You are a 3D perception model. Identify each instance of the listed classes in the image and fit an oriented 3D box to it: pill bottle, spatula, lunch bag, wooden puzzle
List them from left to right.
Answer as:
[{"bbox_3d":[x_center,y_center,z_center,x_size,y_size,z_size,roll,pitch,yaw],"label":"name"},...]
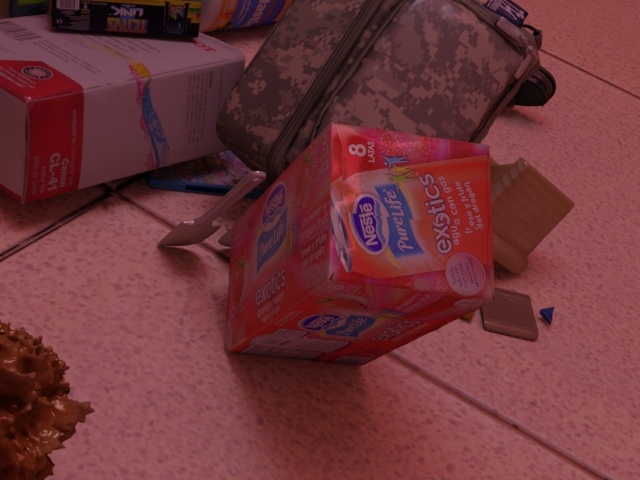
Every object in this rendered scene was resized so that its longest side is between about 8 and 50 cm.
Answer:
[{"bbox_3d":[-0.107,-0.401,1.767,0.272,0.152,0.152,-16,47,-42],"label":"pill bottle"},{"bbox_3d":[-0.053,-0.028,1.209,0.168,0.242,0.019,5,71,-26],"label":"spatula"},{"bbox_3d":[0.073,-0.161,1.320,0.256,0.305,0.212,33,-3,20],"label":"lunch bag"},{"bbox_3d":[0.216,0.084,1.355,0.116,0.014,0.078,17,37,-3],"label":"wooden puzzle"}]

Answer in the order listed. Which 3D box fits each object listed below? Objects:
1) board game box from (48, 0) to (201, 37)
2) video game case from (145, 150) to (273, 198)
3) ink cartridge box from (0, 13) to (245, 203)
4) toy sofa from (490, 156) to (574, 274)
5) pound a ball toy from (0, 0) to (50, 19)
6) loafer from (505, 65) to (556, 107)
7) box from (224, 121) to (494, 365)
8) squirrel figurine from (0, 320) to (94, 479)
[{"bbox_3d":[-0.236,-0.286,1.380,0.170,0.048,0.141,2,24,-15],"label":"board game box"},{"bbox_3d":[-0.137,-0.095,1.430,0.166,0.015,0.119,5,35,-21],"label":"video game case"},{"bbox_3d":[-0.271,-0.169,1.334,0.226,0.131,0.306,30,32,35],"label":"ink cartridge box"},{"bbox_3d":[0.128,-0.105,1.481,0.150,0.177,0.362,30,15,-52],"label":"toy sofa"},{"bbox_3d":[-0.290,-0.357,1.556,0.319,0.208,0.136,-18,21,-42],"label":"pound a ball toy"},{"bbox_3d":[0.226,-0.252,1.800,0.268,0.096,0.084,22,52,15],"label":"loafer"},{"bbox_3d":[0.024,0.016,1.073,0.154,0.300,0.142,7,71,-18],"label":"box"},{"bbox_3d":[-0.381,0.091,0.865,0.397,0.281,0.370,36,23,0],"label":"squirrel figurine"}]
